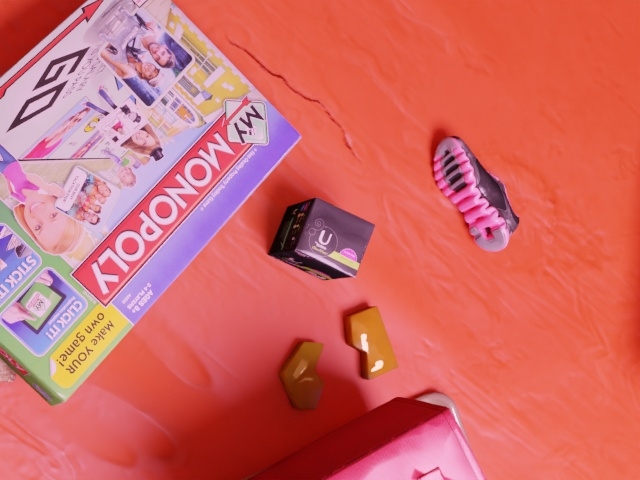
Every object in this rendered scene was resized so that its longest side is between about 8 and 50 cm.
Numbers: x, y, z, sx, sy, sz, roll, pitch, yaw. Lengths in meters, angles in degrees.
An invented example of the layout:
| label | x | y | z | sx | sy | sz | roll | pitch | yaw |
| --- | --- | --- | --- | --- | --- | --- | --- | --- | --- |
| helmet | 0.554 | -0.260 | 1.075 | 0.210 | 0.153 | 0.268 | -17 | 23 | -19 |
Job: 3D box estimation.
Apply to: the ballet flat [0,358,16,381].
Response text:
| label | x | y | z | sx | sy | sz | roll | pitch | yaw |
| --- | --- | --- | --- | --- | --- | --- | --- | --- | --- |
| ballet flat | -0.331 | 0.131 | 0.900 | 0.206 | 0.073 | 0.067 | -27 | 103 | -17 |

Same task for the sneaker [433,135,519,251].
| label | x | y | z | sx | sy | sz | roll | pitch | yaw |
| --- | --- | --- | --- | --- | --- | --- | --- | --- | --- |
| sneaker | 0.153 | -0.050 | 1.104 | 0.057 | 0.047 | 0.119 | -34 | 99 | -41 |

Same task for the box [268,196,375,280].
| label | x | y | z | sx | sy | sz | roll | pitch | yaw |
| --- | --- | --- | --- | --- | --- | --- | --- | --- | --- |
| box | 0.000 | 0.000 | 1.018 | 0.062 | 0.083 | 0.052 | 25 | 78 | -17 |

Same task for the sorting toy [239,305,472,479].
| label | x | y | z | sx | sy | sz | roll | pitch | yaw |
| --- | --- | --- | --- | --- | --- | --- | --- | --- | --- |
| sorting toy | 0.039 | 0.229 | 1.036 | 0.229 | 0.041 | 0.307 | -21 | 93 | -20 |

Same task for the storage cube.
| label | x | y | z | sx | sy | sz | roll | pitch | yaw |
| --- | --- | --- | --- | --- | --- | --- | --- | --- | --- |
| storage cube | 0.039 | 0.252 | 0.910 | 0.193 | 0.215 | 0.184 | -27 | 89 | -11 |

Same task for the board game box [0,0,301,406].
| label | x | y | z | sx | sy | sz | roll | pitch | yaw |
| --- | --- | --- | --- | --- | --- | --- | --- | --- | --- |
| board game box | -0.186 | -0.054 | 0.946 | 0.213 | 0.046 | 0.317 | 45 | 62 | -11 |
